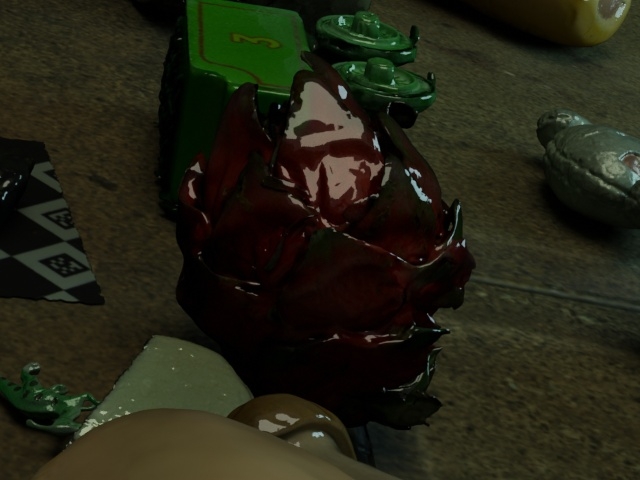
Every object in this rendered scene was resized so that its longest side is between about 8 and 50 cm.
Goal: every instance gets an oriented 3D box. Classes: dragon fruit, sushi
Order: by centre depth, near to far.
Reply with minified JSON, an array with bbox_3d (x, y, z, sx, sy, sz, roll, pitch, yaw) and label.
[{"bbox_3d":[0.000,0.007,0.997,0.182,0.182,0.188,11,33,-12],"label":"dragon fruit"},{"bbox_3d":[-0.259,-0.045,1.098,0.220,0.047,0.231,5,26,-22],"label":"sushi"}]

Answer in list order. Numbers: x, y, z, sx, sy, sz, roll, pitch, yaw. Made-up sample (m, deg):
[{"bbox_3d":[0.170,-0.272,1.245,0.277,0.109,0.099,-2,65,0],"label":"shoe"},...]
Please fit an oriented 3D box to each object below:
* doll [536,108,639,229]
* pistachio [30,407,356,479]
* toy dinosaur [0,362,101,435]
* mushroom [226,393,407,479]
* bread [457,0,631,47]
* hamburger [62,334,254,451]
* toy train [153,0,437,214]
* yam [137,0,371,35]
[{"bbox_3d":[0.231,-0.051,1.384,0.103,0.071,0.214,21,13,-19],"label":"doll"},{"bbox_3d":[-0.014,0.191,0.564,0.230,0.230,0.309,-8,29,-42],"label":"pistachio"},{"bbox_3d":[-0.153,0.087,0.916,0.083,0.021,0.062,2,22,-1],"label":"toy dinosaur"},{"bbox_3d":[0.066,0.183,0.721,0.128,0.128,0.350,-7,31,-40],"label":"mushroom"},{"bbox_3d":[0.176,-0.288,1.822,0.305,0.091,0.142,30,20,28],"label":"bread"},{"bbox_3d":[-0.074,0.104,0.895,0.084,0.054,0.121,25,28,10],"label":"hamburger"},{"bbox_3d":[-0.022,-0.091,1.249,0.188,0.132,0.243,7,23,-9],"label":"toy train"},{"bbox_3d":[-0.057,-0.255,1.558,0.254,0.154,0.154,15,24,-13],"label":"yam"}]
